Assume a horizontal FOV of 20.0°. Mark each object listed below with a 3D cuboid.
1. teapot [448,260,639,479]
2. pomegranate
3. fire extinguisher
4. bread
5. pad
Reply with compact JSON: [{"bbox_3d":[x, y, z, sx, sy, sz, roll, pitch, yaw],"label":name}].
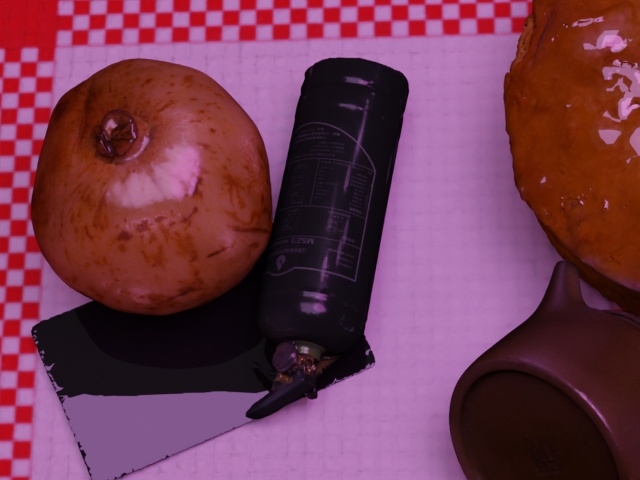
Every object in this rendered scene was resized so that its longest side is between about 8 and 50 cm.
[{"bbox_3d":[0.229,0.147,1.447,0.175,0.186,0.267,-30,99,-36],"label":"teapot"},{"bbox_3d":[-0.147,-0.046,1.514,0.215,0.215,0.215,-1,70,4],"label":"pomegranate"},{"bbox_3d":[0.000,0.000,1.550,0.114,0.095,0.311,-9,62,40],"label":"fire extinguisher"},{"bbox_3d":[0.346,-0.100,1.496,0.398,0.215,0.398,-1,70,3],"label":"bread"},{"bbox_3d":[-0.102,0.092,1.572,0.265,0.009,0.159,-23,70,-5],"label":"pad"}]
